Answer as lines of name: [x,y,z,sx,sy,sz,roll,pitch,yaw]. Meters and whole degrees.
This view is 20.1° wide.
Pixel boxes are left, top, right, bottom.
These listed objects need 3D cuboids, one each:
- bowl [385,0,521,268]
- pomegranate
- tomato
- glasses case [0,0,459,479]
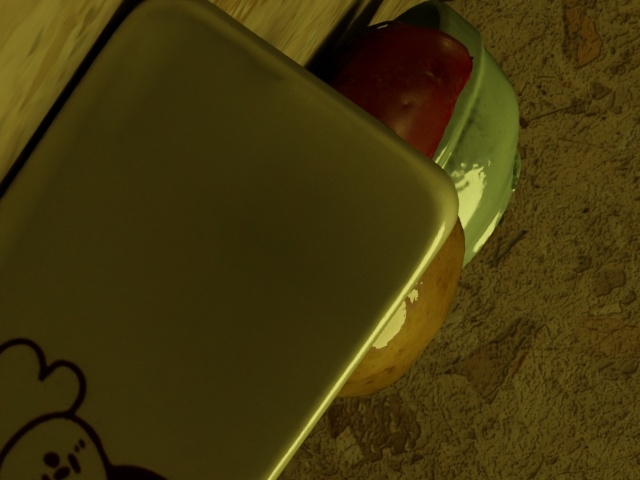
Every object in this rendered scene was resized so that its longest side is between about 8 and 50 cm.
bowl: [0.074,-0.063,1.693,0.307,0.163,0.307,-49,-161,23]
pomegranate: [0.000,0.000,1.069,0.196,0.196,0.196,-55,179,-1]
tomato: [0.016,-0.089,1.474,0.228,0.101,0.228,-49,-162,22]
glasses case: [-0.088,0.073,0.629,0.313,0.131,0.070,-54,179,8]
